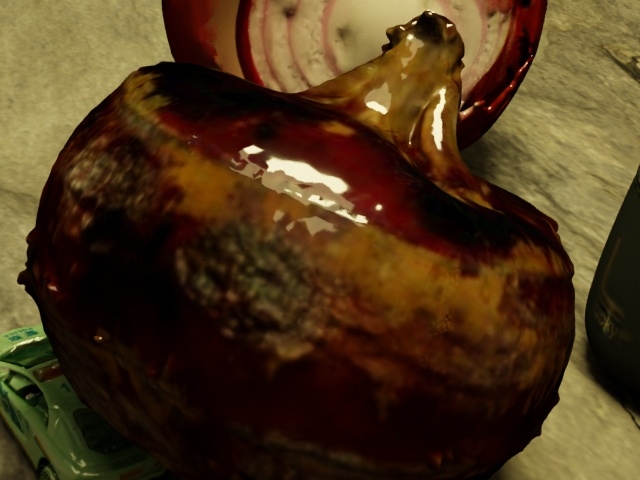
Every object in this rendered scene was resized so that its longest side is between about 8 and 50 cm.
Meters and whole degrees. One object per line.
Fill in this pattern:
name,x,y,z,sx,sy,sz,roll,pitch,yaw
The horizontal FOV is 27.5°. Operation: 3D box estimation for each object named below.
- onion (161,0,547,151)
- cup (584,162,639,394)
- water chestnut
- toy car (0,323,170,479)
onion,0.031,-0.200,1.181,0.341,0.341,0.341,4,31,-2
cup,0.292,0.038,0.933,0.169,0.176,0.223,3,30,-10
water chestnut,0.000,0.000,0.790,0.351,0.302,0.350,22,12,-5
toy car,-0.170,0.105,0.866,0.093,0.058,0.186,-18,39,-31
